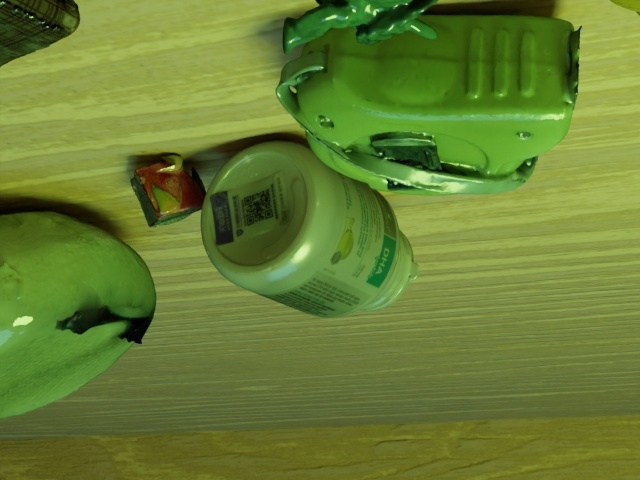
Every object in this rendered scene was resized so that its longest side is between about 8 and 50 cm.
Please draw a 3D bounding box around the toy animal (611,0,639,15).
[{"bbox_3d":[0.212,-0.154,0.688,0.083,0.070,0.159,-8,166,23],"label":"toy animal"}]

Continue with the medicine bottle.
[{"bbox_3d":[0.000,0.000,1.085,0.135,0.135,0.215,-9,161,30],"label":"medicine bottle"}]

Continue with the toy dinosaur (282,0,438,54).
[{"bbox_3d":[0.012,-0.170,0.622,0.120,0.079,0.292,-9,164,14],"label":"toy dinosaur"}]

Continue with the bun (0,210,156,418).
[{"bbox_3d":[-0.324,0.061,1.234,0.293,0.187,0.293,-25,161,-10],"label":"bun"}]

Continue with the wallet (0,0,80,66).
[{"bbox_3d":[-0.270,-0.163,0.715,0.124,0.042,0.230,-15,159,33],"label":"wallet"}]

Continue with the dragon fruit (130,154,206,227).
[{"bbox_3d":[-0.137,-0.046,1.083,0.060,0.056,0.083,-19,175,-14],"label":"dragon fruit"}]

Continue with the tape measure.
[{"bbox_3d":[0.073,-0.089,0.832,0.200,0.106,0.175,1,160,6],"label":"tape measure"}]
